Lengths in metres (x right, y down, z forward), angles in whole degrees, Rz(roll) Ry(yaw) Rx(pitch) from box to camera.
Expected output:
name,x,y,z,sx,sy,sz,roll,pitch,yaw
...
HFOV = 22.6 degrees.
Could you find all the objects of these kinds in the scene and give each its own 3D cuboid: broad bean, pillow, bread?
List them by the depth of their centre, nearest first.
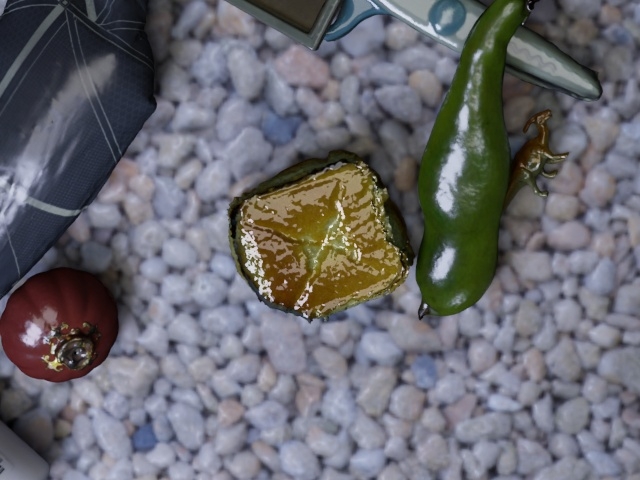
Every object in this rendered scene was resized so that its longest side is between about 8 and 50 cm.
name,x,y,z,sx,sy,sz,roll,pitch,yaw
broad bean,0.129,-0.069,1.242,0.098,0.056,0.318,23,117,2
bread,0.000,0.000,1.293,0.140,0.069,0.128,-23,100,10
pillow,-0.248,-0.084,1.294,0.161,0.092,0.335,41,105,5

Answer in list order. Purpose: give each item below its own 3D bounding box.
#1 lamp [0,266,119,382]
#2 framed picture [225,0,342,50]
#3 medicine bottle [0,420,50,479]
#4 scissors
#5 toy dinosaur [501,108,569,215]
name,x,y,z,sx,sy,sz,roll,pitch,yaw
lamp,-0.216,0.070,1.327,0.101,0.090,0.101,-15,123,-24
framed picture,-0.024,-0.297,1.233,0.184,0.016,0.250,29,101,10
medicine bottle,-0.329,0.170,1.359,0.186,0.103,0.103,43,105,-4
scissors,0.092,-0.181,1.252,0.289,0.041,0.138,28,97,1
toy dinosaur,0.170,-0.051,1.282,0.041,0.026,0.113,20,112,3
